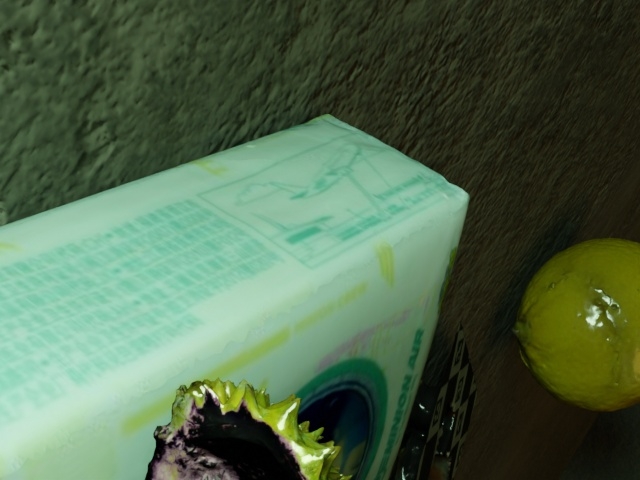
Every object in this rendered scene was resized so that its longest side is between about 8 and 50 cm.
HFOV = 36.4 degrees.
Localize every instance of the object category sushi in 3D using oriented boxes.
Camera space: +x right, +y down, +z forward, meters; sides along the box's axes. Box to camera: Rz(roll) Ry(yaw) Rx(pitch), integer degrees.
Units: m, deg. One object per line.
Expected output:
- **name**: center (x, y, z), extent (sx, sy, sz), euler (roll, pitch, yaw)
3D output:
- **sushi**: center (0.114, 0.268, 1.157), extent (0.292, 0.059, 0.294), euler (61, 46, -64)

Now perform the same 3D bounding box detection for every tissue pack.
- **tissue pack**: center (-0.090, 0.114, 0.557), extent (0.388, 0.162, 0.287), euler (-26, 136, -49)

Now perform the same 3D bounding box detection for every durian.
- **durian**: center (-0.010, 0.141, 0.414), extent (0.108, 0.119, 0.187), euler (-8, 119, -54)

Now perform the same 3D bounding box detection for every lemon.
- **lemon**: center (0.387, 0.108, 1.318), extent (0.253, 0.228, 0.228), euler (-34, 145, -40)
